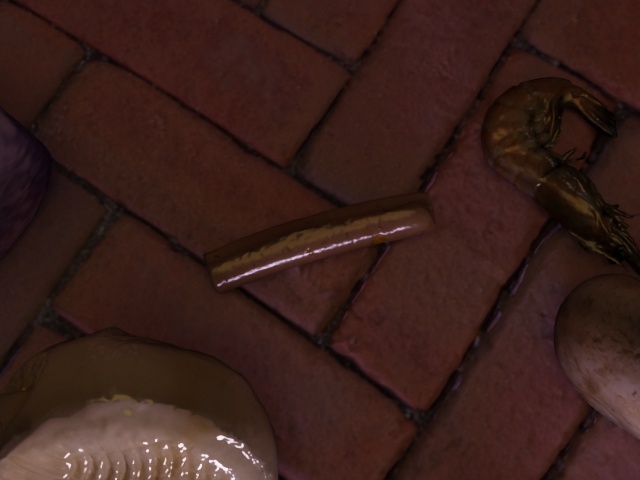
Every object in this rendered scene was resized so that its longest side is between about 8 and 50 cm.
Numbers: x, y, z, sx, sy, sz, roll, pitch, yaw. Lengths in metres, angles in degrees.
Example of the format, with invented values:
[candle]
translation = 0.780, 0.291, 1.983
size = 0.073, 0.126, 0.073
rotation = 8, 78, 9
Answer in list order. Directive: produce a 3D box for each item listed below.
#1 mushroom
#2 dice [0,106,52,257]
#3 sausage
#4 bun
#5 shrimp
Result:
[mushroom]
translation = 0.411, 0.134, 1.180
size = 0.254, 0.189, 0.195
rotation = 42, 86, 0
[dice]
translation = -0.515, -0.091, 1.220
size = 0.271, 0.270, 0.270
rotation = 38, 84, 9
[sausage]
translation = -0.001, -0.002, 1.285
size = 0.301, 0.066, 0.065
rotation = -16, 80, -1
[bun]
translation = -0.221, 0.238, 1.160
size = 0.364, 0.364, 0.202
rotation = -3, 40, 2
[shrimp]
translation = 0.341, -0.091, 1.289
size = 0.169, 0.058, 0.296
rotation = -43, 78, -7
